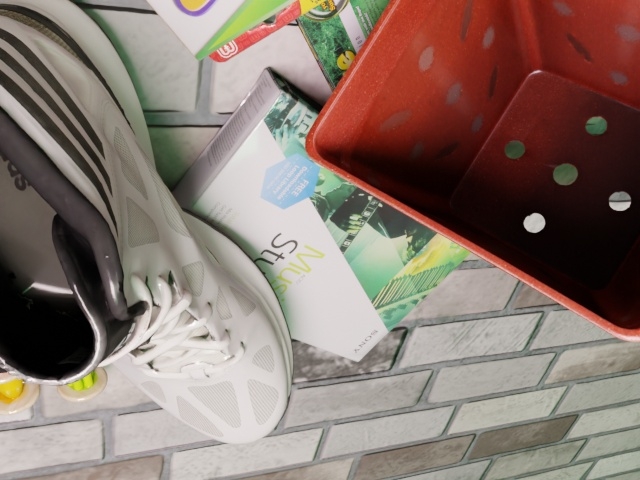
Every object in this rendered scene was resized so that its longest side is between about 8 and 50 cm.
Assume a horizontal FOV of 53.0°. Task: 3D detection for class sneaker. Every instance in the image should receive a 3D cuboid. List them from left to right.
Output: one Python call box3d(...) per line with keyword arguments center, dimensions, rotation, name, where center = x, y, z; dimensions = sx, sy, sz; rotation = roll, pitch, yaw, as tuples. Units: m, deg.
box3d(center=(-0.146, 0.061, 0.464), dimensions=(0.169, 0.258, 0.448), rotation=(-24, 121, 6), name="sneaker")

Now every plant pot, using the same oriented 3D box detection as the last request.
box3d(center=(0.195, -0.089, 0.523), dimensions=(0.267, 0.267, 0.235), rotation=(-57, 155, 1), name="plant pot")

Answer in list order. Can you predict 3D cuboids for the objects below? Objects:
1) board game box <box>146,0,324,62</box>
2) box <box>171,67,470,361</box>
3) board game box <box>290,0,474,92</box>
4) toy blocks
box3d(center=(-0.099, -0.233, 0.426), dimensions=(0.124, 0.039, 0.259), rotation=(-25, 137, 19), name="board game box")
box3d(center=(0.000, 0.000, 0.677), dimensions=(0.322, 0.058, 0.232), rotation=(26, 115, -39), name="box")
box3d(center=(0.030, -0.226, 0.516), dimensions=(0.136, 0.030, 0.260), rotation=(-32, 134, 1), name="board game box")
box3d(center=(-0.283, 0.102, 0.641), dimensions=(0.123, 0.054, 0.148), rotation=(-8, 131, -17), name="toy blocks")
